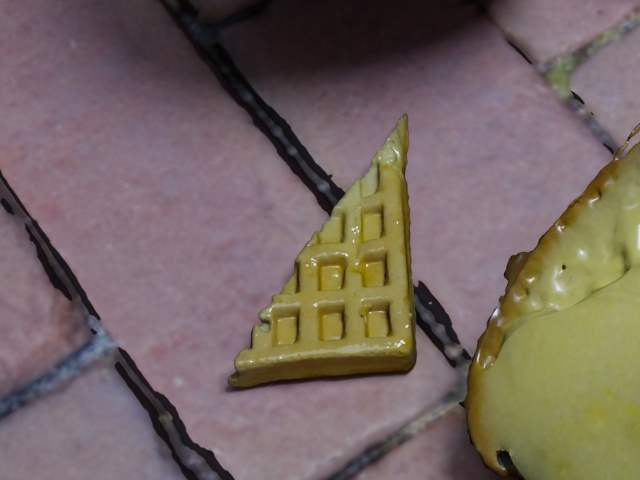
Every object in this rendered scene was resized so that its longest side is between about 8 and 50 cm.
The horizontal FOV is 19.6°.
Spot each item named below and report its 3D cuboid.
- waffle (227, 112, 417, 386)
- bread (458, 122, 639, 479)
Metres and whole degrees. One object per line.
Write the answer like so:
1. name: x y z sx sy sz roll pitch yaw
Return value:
1. waffle: 0.000 0.000 1.177 0.125 0.032 0.191 -7 56 6
2. bread: 0.211 0.056 1.040 0.262 0.162 0.204 -48 64 5
